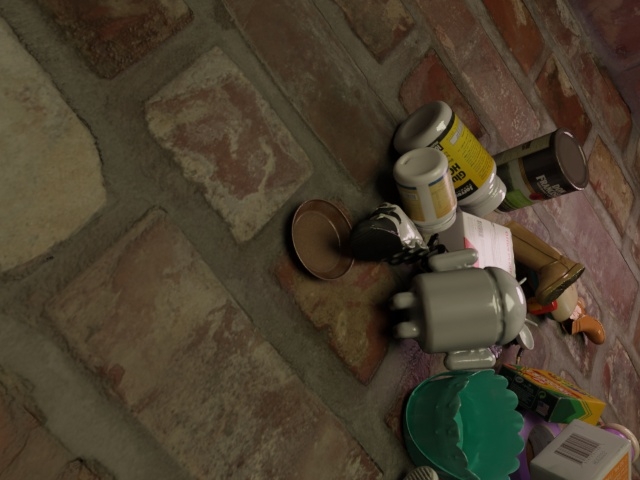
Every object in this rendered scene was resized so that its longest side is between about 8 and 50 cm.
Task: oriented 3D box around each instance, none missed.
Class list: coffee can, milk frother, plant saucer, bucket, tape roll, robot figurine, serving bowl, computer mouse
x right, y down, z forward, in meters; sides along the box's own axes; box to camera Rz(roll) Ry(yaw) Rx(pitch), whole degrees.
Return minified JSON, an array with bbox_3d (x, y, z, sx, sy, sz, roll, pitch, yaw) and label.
[{"bbox_3d":[0.678,-0.217,2.021,0.202,0.275,0.201,15,66,-38],"label":"coffee can"},{"bbox_3d":[0.340,0.065,1.716,0.135,0.129,0.143,43,57,-20],"label":"milk frother"},{"bbox_3d":[0.000,0.000,1.487,0.199,0.036,0.198,16,65,-39],"label":"plant saucer"},{"bbox_3d":[0.347,0.457,1.551,0.281,0.183,0.280,17,64,-39],"label":"bucket"},{"bbox_3d":[0.595,0.618,1.792,0.275,0.090,0.274,15,67,-39],"label":"tape roll"},{"bbox_3d":[0.350,0.169,1.566,0.354,0.200,0.299,-6,83,-3],"label":"robot figurine"},{"bbox_3d":[0.603,0.289,1.890,0.083,0.027,0.083,30,45,-35],"label":"serving bowl"},{"bbox_3d":[0.519,0.303,1.853,0.184,0.060,0.262,56,35,-7],"label":"computer mouse"}]

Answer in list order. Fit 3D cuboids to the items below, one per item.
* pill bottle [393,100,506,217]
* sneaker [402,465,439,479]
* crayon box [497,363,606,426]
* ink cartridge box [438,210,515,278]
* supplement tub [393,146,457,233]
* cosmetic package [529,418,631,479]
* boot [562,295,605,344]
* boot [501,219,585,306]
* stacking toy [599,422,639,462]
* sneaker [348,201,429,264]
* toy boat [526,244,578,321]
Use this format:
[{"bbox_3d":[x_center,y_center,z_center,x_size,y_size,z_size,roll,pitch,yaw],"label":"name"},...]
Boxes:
[{"bbox_3d":[0.378,-0.221,1.806,0.334,0.188,0.187,42,52,-24],"label":"pill bottle"},{"bbox_3d":[0.227,0.669,1.436,0.161,0.102,0.282,39,64,-31],"label":"sneaker"},{"bbox_3d":[0.682,0.453,1.849,0.319,0.202,0.081,17,98,-39],"label":"crayon box"},{"bbox_3d":[0.459,0.030,1.857,0.237,0.100,0.171,14,67,-38],"label":"ink cartridge box"},{"bbox_3d":[0.283,-0.130,1.684,0.144,0.145,0.199,-61,142,-37],"label":"supplement tub"},{"bbox_3d":[0.691,0.736,1.668,0.230,0.162,0.452,-26,116,-34],"label":"cosmetic package"},{"bbox_3d":[0.904,0.300,2.201,0.152,0.073,0.197,-24,81,-46],"label":"boot"},{"bbox_3d":[0.632,0.066,1.930,0.236,0.089,0.270,-25,51,-38],"label":"boot"},{"bbox_3d":[0.874,0.702,1.999,0.331,0.141,0.141,-14,86,-40],"label":"stacking toy"},{"bbox_3d":[0.151,-0.029,1.575,0.331,0.123,0.146,17,50,-59],"label":"sneaker"},{"bbox_3d":[0.710,0.158,2.035,0.318,0.148,0.267,-31,103,-52],"label":"toy boat"}]
